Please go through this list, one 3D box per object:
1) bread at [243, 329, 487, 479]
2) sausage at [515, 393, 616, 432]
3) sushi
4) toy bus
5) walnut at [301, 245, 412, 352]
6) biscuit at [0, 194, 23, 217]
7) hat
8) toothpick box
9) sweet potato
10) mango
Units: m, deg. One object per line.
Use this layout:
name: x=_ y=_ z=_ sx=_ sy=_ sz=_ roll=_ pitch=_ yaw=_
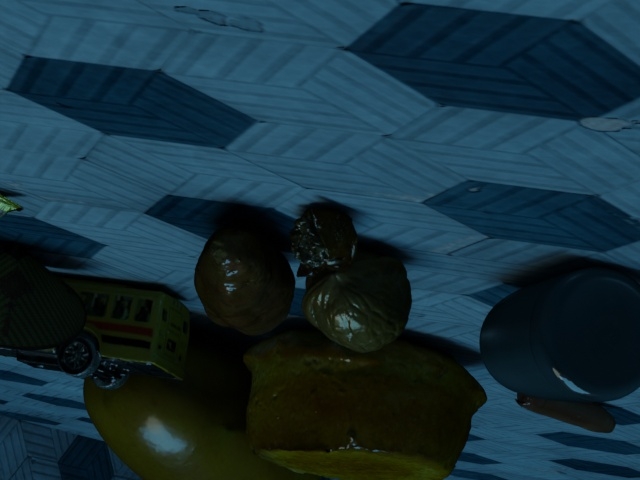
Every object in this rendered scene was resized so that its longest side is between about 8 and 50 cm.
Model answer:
bread: x=0.049 y=0.212 z=2.029 sx=0.312 sy=0.172 sz=0.312 roll=9 pitch=165 yaw=2
sausage: x=0.329 y=0.225 z=2.172 sx=0.186 sy=0.043 sz=0.043 roll=22 pitch=163 yaw=-39
sushi: x=0.000 y=0.000 z=1.423 sx=0.055 sy=0.052 sz=0.120 roll=-3 pitch=172 yaw=-11
toy bus: x=-0.333 y=0.107 z=1.975 sx=0.336 sy=0.123 sz=0.121 roll=6 pitch=168 yaw=18
walnut: x=0.034 y=0.053 z=1.524 sx=0.105 sy=0.105 sz=0.124 roll=5 pitch=164 yaw=20
biscuit: x=-0.384 y=-0.023 z=1.667 sx=0.048 sy=0.026 sz=0.292 roll=22 pitch=163 yaw=-29
hat: x=-0.351 y=0.040 z=1.820 sx=0.193 sy=0.082 sz=0.193 roll=14 pitch=-156 yaw=-7
toothpick box: x=0.224 y=0.092 z=1.495 sx=0.120 sy=0.120 sz=0.184 roll=13 pitch=169 yaw=-15
sweet potato: x=-0.073 y=0.037 z=1.541 sx=0.097 sy=0.097 sz=0.251 roll=9 pitch=169 yaw=3
mango: x=-0.161 y=0.251 z=2.208 sx=0.300 sy=0.232 sz=0.446 roll=30 pitch=176 yaw=29
